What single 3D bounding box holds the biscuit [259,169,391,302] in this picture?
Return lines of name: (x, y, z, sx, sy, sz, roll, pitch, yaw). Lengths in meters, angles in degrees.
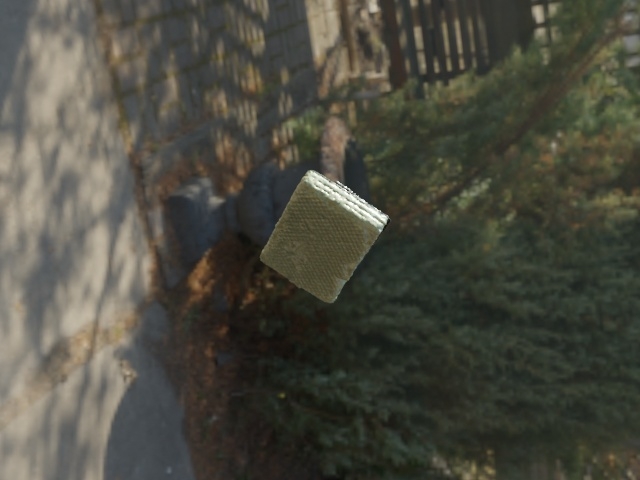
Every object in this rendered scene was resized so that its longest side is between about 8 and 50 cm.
biscuit: (0.000, 0.000, 1.275, 0.041, 0.121, 0.199, -55, 177, -36)
